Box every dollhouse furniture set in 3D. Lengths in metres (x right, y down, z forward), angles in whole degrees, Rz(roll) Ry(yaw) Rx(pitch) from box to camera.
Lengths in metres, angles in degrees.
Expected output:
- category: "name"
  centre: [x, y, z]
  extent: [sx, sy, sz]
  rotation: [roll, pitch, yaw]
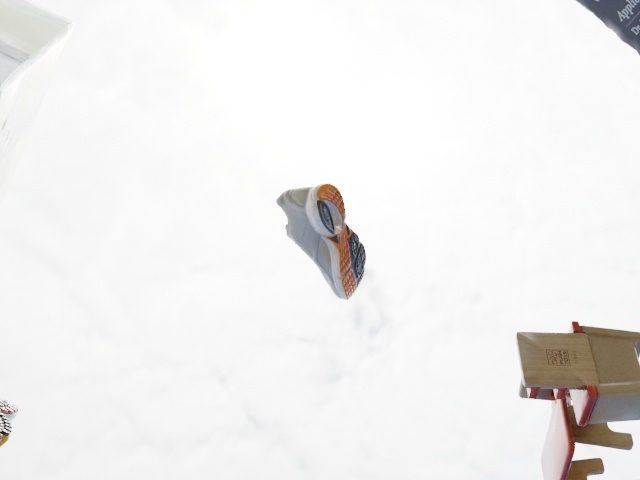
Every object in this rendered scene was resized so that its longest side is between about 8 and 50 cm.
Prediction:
- category: "dollhouse furniture set"
  centre: [0.275, 0.209, 0.955]
  extent: [0.135, 0.259, 0.262]
  rotation: [0, -137, 3]

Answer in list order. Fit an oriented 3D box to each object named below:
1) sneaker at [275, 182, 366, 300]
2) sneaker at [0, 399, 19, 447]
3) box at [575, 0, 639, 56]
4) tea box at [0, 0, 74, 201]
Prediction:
- category: "sneaker"
  centre: [0.000, 0.000, 1.597]
  extent: [0.121, 0.262, 0.099]
  rotation: [6, -140, 33]
- category: "sneaker"
  centre: [-0.404, 0.221, 0.963]
  extent: [0.088, 0.225, 0.092]
  rotation: [27, -95, -14]
- category: "box"
  centre: [0.188, -0.311, 0.429]
  extent: [0.312, 0.343, 0.179]
  rotation: [41, -109, 5]
- category: "tea box"
  centre: [-0.404, -0.074, 0.762]
  extent: [0.220, 0.329, 0.323]
  rotation: [24, -163, -14]
